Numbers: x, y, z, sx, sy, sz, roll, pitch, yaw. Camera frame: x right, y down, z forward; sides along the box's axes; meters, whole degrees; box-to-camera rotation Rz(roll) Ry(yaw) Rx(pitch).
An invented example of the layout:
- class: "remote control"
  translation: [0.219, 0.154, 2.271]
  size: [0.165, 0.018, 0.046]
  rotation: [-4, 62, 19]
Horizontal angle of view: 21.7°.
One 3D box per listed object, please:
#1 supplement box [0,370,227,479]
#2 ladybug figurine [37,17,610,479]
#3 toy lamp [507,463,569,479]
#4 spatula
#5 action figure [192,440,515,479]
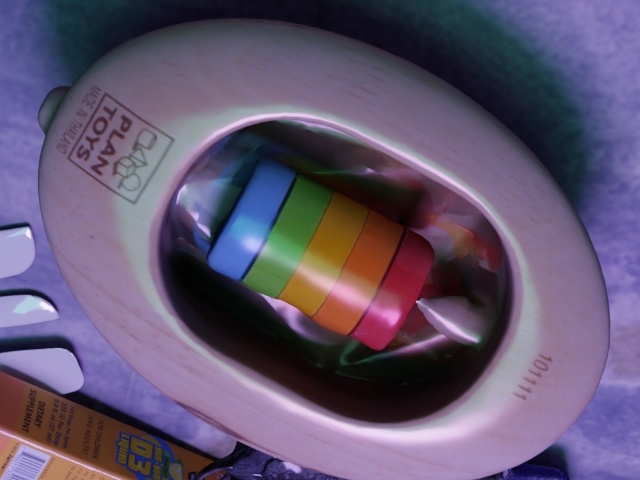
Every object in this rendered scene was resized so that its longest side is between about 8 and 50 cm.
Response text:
- class: "supplement box"
  translation: [-0.192, 0.202, 1.451]
  size: [0.233, 0.078, 0.080]
  rotation: [26, 120, -18]
- class: "ladybug figurine"
  translation: [0.000, 0.000, 1.239]
  size: [0.449, 0.162, 0.305]
  rotation: [32, 102, -6]
- class: "toy lamp"
  translation: [0.081, 0.237, 1.456]
  size: [0.275, 0.080, 0.080]
  rotation: [-8, 121, 10]
- class: "spatula"
  translation: [-0.336, 0.077, 1.434]
  size: [0.242, 0.019, 0.168]
  rotation: [-9, 122, 11]
- class: "action figure"
  translation: [0.026, 0.163, 1.382]
  size: [0.276, 0.141, 0.164]
  rotation: [-7, 125, -8]
